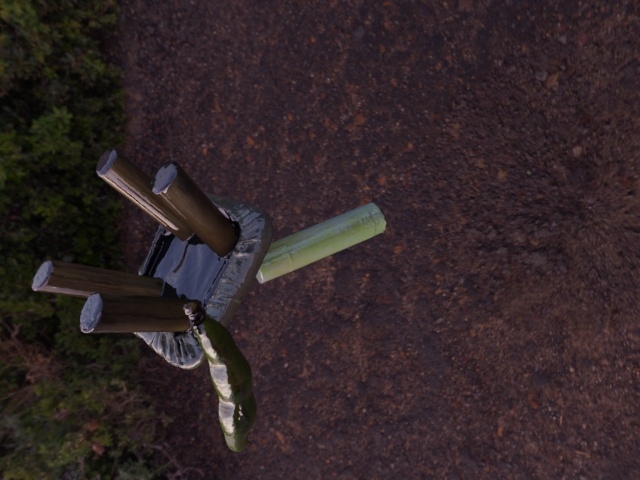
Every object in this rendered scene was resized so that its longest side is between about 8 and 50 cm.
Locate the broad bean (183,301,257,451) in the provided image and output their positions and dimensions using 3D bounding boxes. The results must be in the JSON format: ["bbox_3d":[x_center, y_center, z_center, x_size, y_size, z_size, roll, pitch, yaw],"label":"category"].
[{"bbox_3d":[-0.119,0.191,0.626,0.043,0.060,0.298,45,148,50],"label":"broad bean"}]

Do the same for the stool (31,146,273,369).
[{"bbox_3d":[-0.285,0.021,0.801,0.310,0.226,0.310,16,76,43],"label":"stool"}]

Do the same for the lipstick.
[{"bbox_3d":[0.000,0.000,0.998,0.076,0.304,0.076,55,158,36],"label":"lipstick"}]
